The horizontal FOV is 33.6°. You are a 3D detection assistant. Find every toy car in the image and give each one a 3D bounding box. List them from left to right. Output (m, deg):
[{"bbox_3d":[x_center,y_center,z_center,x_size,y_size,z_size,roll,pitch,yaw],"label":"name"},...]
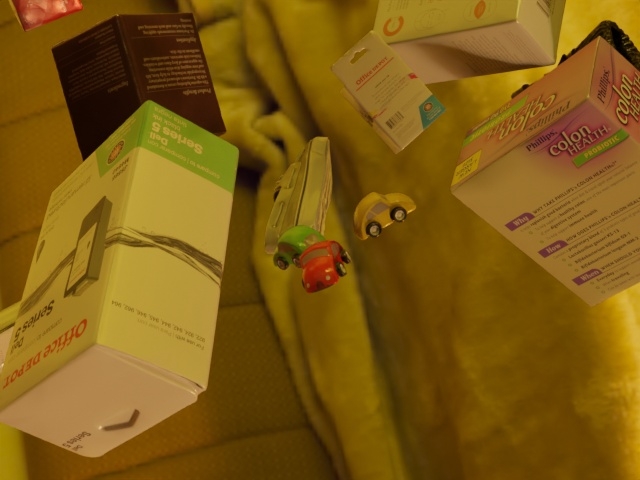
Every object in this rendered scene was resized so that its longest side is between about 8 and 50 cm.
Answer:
[{"bbox_3d":[0.000,0.000,1.554,0.225,0.239,0.053,-10,114,50],"label":"toy car"}]

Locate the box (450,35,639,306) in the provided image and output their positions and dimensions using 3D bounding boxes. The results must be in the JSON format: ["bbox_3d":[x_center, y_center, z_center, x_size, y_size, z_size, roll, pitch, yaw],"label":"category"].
[{"bbox_3d":[0.316,-0.071,1.216,0.213,0.243,0.117,-36,24,44],"label":"box"}]

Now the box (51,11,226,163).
[{"bbox_3d":[-0.281,-0.232,1.641,0.167,0.168,0.203,-14,91,38],"label":"box"}]

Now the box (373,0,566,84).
[{"bbox_3d":[0.299,-0.461,2.132,0.345,0.168,0.215,-2,66,40],"label":"box"}]

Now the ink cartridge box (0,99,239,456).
[{"bbox_3d":[-0.189,0.038,0.997,0.198,0.115,0.273,-34,39,40],"label":"ink cartridge box"}]

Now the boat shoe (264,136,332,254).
[{"bbox_3d":[-0.035,-0.084,1.829,0.302,0.094,0.109,-80,-12,-52],"label":"boat shoe"}]

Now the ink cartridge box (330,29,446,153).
[{"bbox_3d":[0.108,-0.248,1.768,0.181,0.104,0.061,48,174,-3],"label":"ink cartridge box"}]

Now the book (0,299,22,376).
[{"bbox_3d":[-0.297,0.103,1.147,0.035,0.144,0.096,23,129,32],"label":"book"}]

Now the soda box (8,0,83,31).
[{"bbox_3d":[-0.404,-0.416,1.400,0.083,0.092,0.263,55,165,41],"label":"soda box"}]

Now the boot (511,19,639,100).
[{"bbox_3d":[0.513,-0.247,2.044,0.260,0.131,0.348,-35,45,32],"label":"boot"}]
